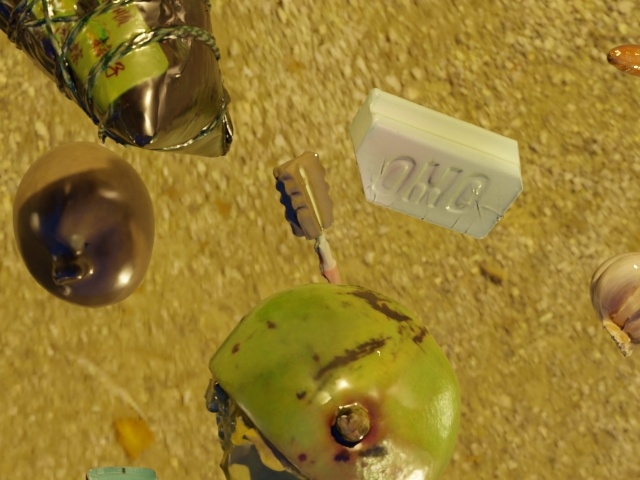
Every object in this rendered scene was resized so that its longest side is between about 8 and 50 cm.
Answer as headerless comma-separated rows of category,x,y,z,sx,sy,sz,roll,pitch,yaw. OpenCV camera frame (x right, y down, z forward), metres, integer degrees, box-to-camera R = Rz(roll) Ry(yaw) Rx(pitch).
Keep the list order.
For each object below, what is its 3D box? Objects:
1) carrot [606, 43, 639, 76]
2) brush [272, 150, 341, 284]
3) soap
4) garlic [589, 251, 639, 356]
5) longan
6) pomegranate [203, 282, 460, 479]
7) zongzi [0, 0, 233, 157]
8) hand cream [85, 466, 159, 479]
carrot,0.429,-0.237,1.520,0.139,0.048,0.048,2,120,-29
brush,0.000,0.000,1.866,0.084,0.071,0.301,-33,121,-29
soap,0.180,-0.122,1.906,0.289,0.095,0.173,18,132,-17
garlic,0.445,0.058,1.527,0.194,0.127,0.131,-39,149,18
longan,-0.415,-0.023,2.004,0.243,0.300,0.300,-17,122,17
pomegranate,0.008,0.160,1.189,0.260,0.340,0.260,-1,104,-5
zongzi,-0.206,-0.307,1.398,0.362,0.319,0.383,-42,89,7
hand cream,-0.207,0.321,1.236,0.083,0.224,0.048,3,119,-15
